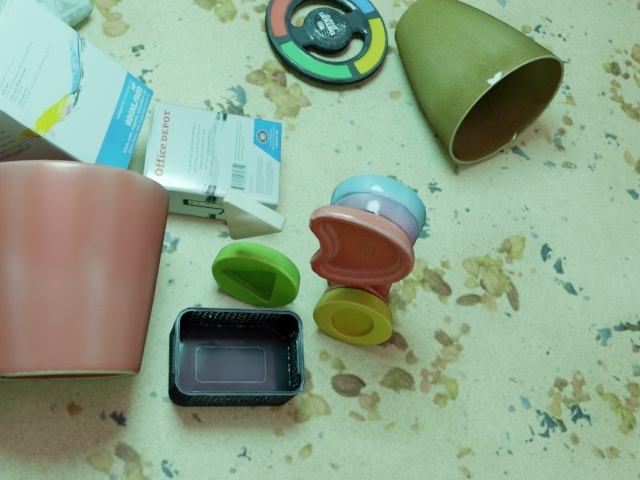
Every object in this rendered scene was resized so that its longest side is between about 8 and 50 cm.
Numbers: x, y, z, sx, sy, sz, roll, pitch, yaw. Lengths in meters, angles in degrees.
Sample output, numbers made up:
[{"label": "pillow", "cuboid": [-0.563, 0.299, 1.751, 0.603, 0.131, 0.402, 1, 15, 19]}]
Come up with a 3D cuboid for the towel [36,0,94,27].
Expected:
[{"label": "towel", "cuboid": [-0.586, -0.396, 1.148, 0.374, 0.090, 0.320, 38, 54, 0]}]

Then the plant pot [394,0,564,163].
[{"label": "plant pot", "cuboid": [0.249, -0.307, 1.340, 0.237, 0.237, 0.254, -23, 63, -25]}]

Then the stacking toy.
[{"label": "stacking toy", "cuboid": [0.000, 0.000, 1.092, 0.279, 0.309, 0.130, 17, 55, 1]}]

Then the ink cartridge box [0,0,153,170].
[{"label": "ink cartridge box", "cuboid": [-0.386, -0.184, 1.042, 0.232, 0.171, 0.168, 37, 56, -41]}]

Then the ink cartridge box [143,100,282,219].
[{"label": "ink cartridge box", "cuboid": [-0.168, -0.117, 1.186, 0.203, 0.086, 0.148, 8, 65, -14]}]

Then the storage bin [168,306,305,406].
[{"label": "storage bin", "cuboid": [-0.119, 0.166, 1.083, 0.180, 0.084, 0.122, 3, 67, -16]}]

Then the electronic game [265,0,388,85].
[{"label": "electronic game", "cuboid": [0.013, -0.378, 1.377, 0.229, 0.048, 0.229, 7, 66, -15]}]

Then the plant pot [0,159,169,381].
[{"label": "plant pot", "cuboid": [-0.327, 0.053, 0.979, 0.274, 0.275, 0.243, 1, 77, -17]}]
